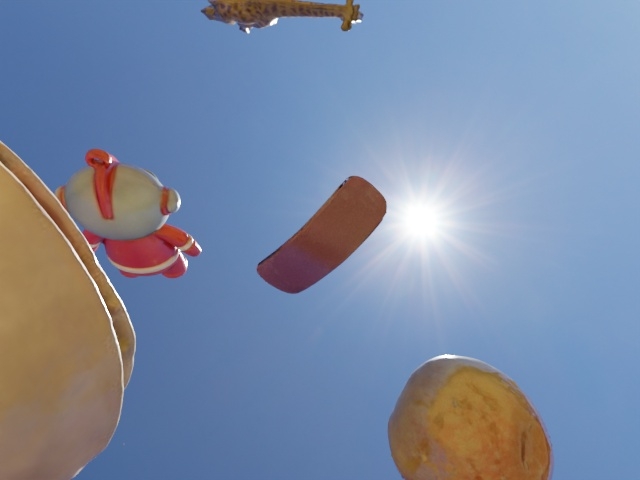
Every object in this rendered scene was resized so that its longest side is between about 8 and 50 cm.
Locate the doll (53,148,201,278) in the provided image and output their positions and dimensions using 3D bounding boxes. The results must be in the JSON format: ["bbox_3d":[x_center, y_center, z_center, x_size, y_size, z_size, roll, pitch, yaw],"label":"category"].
[{"bbox_3d":[-0.302,-0.031,0.706,0.200,0.336,0.105,2,-119,-4],"label":"doll"}]

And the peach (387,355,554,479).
[{"bbox_3d":[0.201,0.279,0.601,0.233,0.232,0.232,9,-116,-20],"label":"peach"}]

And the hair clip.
[{"bbox_3d":[0.000,0.001,0.406,0.054,0.137,0.022,39,-162,-27],"label":"hair clip"}]

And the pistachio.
[{"bbox_3d":[-0.252,0.039,0.287,0.214,0.193,0.318,-34,-57,1],"label":"pistachio"}]

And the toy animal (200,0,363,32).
[{"bbox_3d":[-0.069,-0.329,0.639,0.149,0.276,0.054,-6,-70,-42],"label":"toy animal"}]
